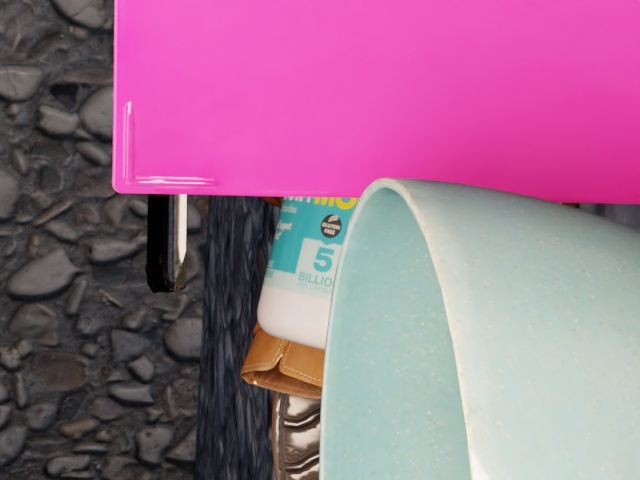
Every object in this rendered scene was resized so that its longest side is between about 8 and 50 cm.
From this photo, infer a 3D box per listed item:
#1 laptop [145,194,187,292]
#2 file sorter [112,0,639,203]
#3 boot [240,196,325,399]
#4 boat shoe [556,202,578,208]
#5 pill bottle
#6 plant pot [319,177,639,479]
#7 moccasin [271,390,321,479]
[{"bbox_3d":[-0.012,-0.161,1.194,0.382,0.236,0.408,165,106,-82],"label":"laptop"},{"bbox_3d":[0.051,-0.152,0.718,0.182,0.290,0.202,-99,12,-55],"label":"file sorter"},{"bbox_3d":[-0.006,0.021,1.246,0.283,0.109,0.220,10,73,50],"label":"boot"},{"bbox_3d":[0.108,-0.041,0.954,0.095,0.095,0.258,-110,22,-64],"label":"boat shoe"},{"bbox_3d":[0.053,-0.049,1.053,0.146,0.146,0.264,175,108,-81],"label":"pill bottle"},{"bbox_3d":[0.117,0.120,0.595,0.290,0.195,0.290,180,90,-80],"label":"plant pot"},{"bbox_3d":[0.011,0.088,1.418,0.147,0.139,0.380,115,152,-74],"label":"moccasin"}]
